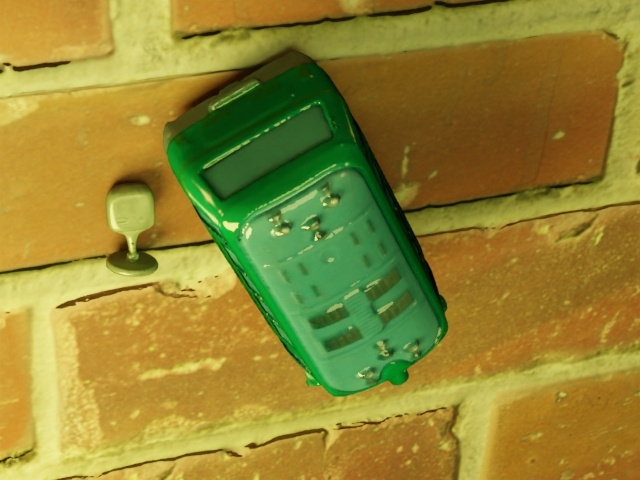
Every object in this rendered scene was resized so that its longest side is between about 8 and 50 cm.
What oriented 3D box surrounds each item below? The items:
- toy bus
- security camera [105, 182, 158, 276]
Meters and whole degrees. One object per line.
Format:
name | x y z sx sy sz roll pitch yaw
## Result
toy bus | 0.000 0.000 1.673 0.183 0.199 0.343 -32 131 0
security camera | -0.191 -0.015 1.683 0.058 0.058 0.092 -3 113 -21
